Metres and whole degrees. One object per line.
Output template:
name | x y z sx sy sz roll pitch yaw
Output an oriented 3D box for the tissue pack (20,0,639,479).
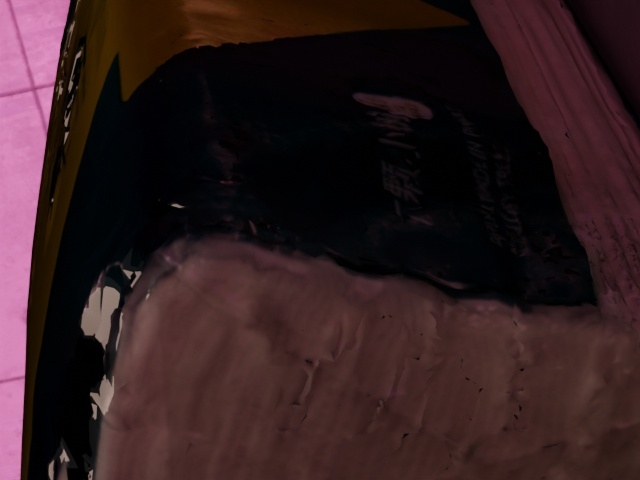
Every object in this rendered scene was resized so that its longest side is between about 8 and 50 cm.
tissue pack | 0.000 0.000 0.742 0.416 0.253 0.264 -100 24 -55
